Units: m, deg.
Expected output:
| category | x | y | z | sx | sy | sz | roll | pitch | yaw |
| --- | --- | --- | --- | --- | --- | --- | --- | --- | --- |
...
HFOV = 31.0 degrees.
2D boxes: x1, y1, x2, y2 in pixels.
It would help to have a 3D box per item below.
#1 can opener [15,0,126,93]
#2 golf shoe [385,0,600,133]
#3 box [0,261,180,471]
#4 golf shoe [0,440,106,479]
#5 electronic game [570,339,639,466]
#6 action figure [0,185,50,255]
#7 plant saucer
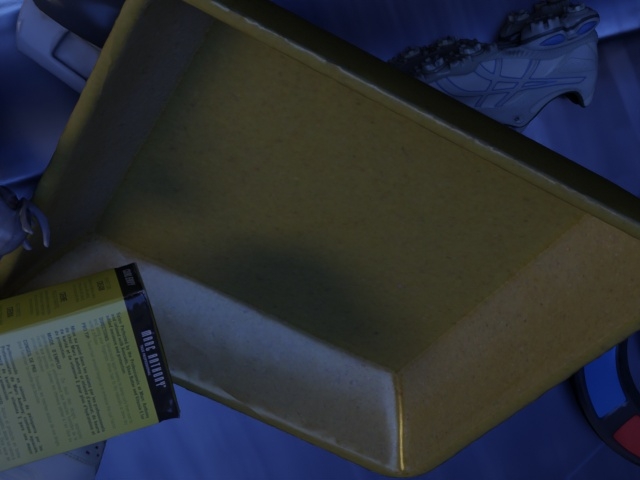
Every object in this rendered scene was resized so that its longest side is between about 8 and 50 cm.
| category | x | y | z | sx | sy | sz | roll | pitch | yaw |
| --- | --- | --- | --- | --- | --- | --- | --- | --- | --- |
| can opener | -0.068 | -0.076 | 0.740 | 0.283 | 0.095 | 0.076 | 36 | 95 | -18 |
| golf shoe | 0.113 | -0.102 | 0.790 | 0.176 | 0.069 | 0.086 | -18 | 113 | -6 |
| box | -0.204 | 0.089 | 0.661 | 0.232 | 0.058 | 0.087 | -17 | 111 | -10 |
| golf shoe | -0.279 | 0.102 | 0.723 | 0.306 | 0.115 | 0.140 | 18 | 88 | -15 |
| electronic game | 0.298 | 0.073 | 0.882 | 0.229 | 0.048 | 0.229 | -3 | 105 | -12 |
| action figure | -0.266 | -0.083 | 0.647 | 0.285 | 0.185 | 0.099 | 37 | 63 | 1 |
| plant saucer | 0.000 | 0.000 | 0.705 | 0.333 | 0.081 | 0.332 | 26 | 140 | -14 |
